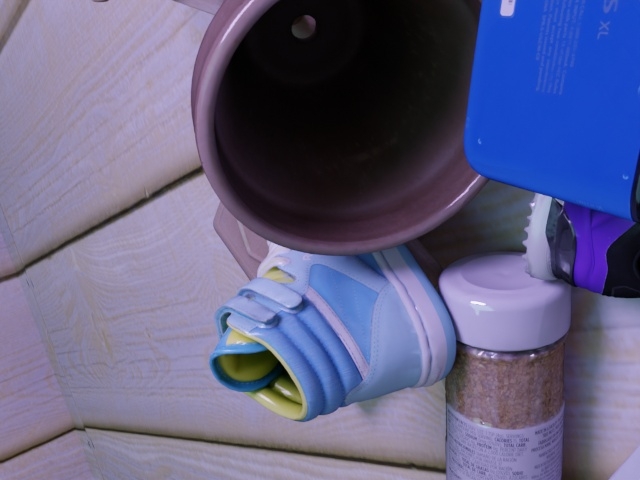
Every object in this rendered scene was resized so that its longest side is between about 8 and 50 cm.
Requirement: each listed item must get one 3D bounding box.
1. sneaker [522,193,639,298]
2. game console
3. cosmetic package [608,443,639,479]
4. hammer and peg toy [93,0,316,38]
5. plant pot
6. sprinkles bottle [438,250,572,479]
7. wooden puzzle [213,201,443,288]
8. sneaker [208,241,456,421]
[{"bbox_3d":[0.247,-0.082,0.547,0.146,0.102,0.294,23,129,38],"label":"sneaker"},{"bbox_3d":[0.244,-0.161,0.439,0.250,0.173,0.293,29,118,55],"label":"game console"},{"bbox_3d":[0.286,0.231,0.629,0.085,0.117,0.231,41,135,30],"label":"cosmetic package"},{"bbox_3d":[-0.132,-0.375,0.797,0.361,0.127,0.266,25,128,26],"label":"hammer and peg toy"},{"bbox_3d":[0.012,-0.155,0.644,0.229,0.262,0.263,-112,24,-52],"label":"plant pot"},{"bbox_3d":[0.183,0.193,0.737,0.121,0.121,0.356,19,122,46],"label":"sprinkles bottle"},{"bbox_3d":[0.000,0.000,0.921,0.322,0.080,0.348,53,146,21],"label":"wooden puzzle"},{"bbox_3d":[-0.036,0.027,0.703,0.319,0.208,0.127,55,151,33],"label":"sneaker"}]
